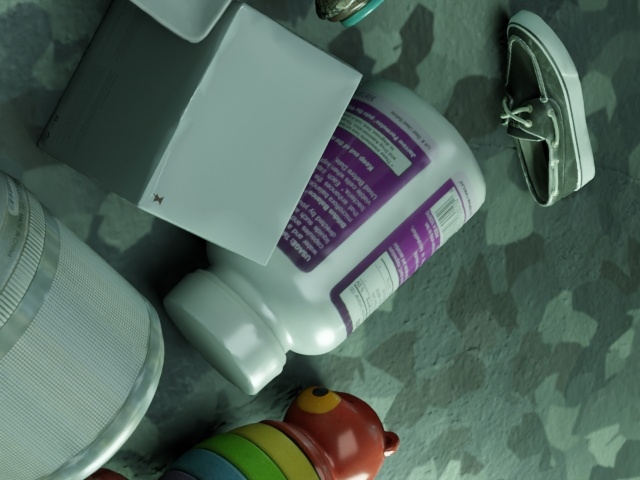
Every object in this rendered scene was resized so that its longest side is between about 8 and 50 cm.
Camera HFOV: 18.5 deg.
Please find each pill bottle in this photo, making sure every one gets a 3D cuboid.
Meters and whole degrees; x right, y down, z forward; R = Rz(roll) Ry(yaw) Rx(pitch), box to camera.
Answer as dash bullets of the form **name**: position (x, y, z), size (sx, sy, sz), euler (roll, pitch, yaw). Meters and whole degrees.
- **pill bottle**: position (0.000, 0.000, 1.865), size (0.301, 0.169, 0.169), euler (-43, 125, -15)

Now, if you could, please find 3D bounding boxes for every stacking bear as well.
- **stacking bear**: position (-0.056, 0.243, 1.927), size (0.289, 0.175, 0.164), euler (-31, 120, -30)

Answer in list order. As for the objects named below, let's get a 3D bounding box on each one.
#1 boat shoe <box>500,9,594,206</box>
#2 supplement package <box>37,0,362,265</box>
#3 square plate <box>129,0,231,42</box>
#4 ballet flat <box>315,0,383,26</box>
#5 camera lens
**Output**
- **boat shoe**: position (0.226, -0.132, 2.027), size (0.070, 0.078, 0.219), euler (-35, 124, -21)
- **supplement package**: position (-0.108, -0.114, 1.728), size (0.149, 0.203, 0.194), euler (27, 91, -37)
- **square plate**: position (-0.142, -0.397, 1.596), size (0.344, 0.049, 0.347), euler (35, 95, -8)
- **ballet flat**: position (0.122, -0.405, 1.832), size (0.483, 0.164, 0.182), euler (-44, 104, -21)
- **camera lens**: position (-0.284, 0.072, 1.664), size (0.219, 0.219, 0.274), euler (-50, 126, -9)
